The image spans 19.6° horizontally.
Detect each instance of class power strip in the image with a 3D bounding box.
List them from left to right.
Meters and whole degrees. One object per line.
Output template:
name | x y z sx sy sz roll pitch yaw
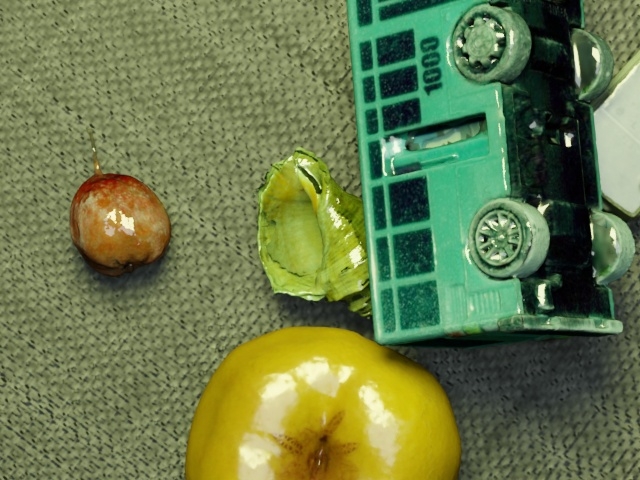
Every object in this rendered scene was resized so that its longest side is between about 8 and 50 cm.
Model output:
power strip | 0.260 -0.123 1.228 0.078 0.052 0.272 42 88 4

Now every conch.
conch | 0.000 0.000 1.215 0.089 0.074 0.121 -30 90 -11

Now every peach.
peach | 0.001 0.142 1.194 0.179 0.103 0.179 0 83 3

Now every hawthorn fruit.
hawthorn fruit | -0.140 -0.027 1.228 0.067 0.067 0.103 -23 84 0

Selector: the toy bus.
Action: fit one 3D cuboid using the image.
toy bus | 0.099 -0.061 1.166 0.147 0.128 0.256 -12 79 37
